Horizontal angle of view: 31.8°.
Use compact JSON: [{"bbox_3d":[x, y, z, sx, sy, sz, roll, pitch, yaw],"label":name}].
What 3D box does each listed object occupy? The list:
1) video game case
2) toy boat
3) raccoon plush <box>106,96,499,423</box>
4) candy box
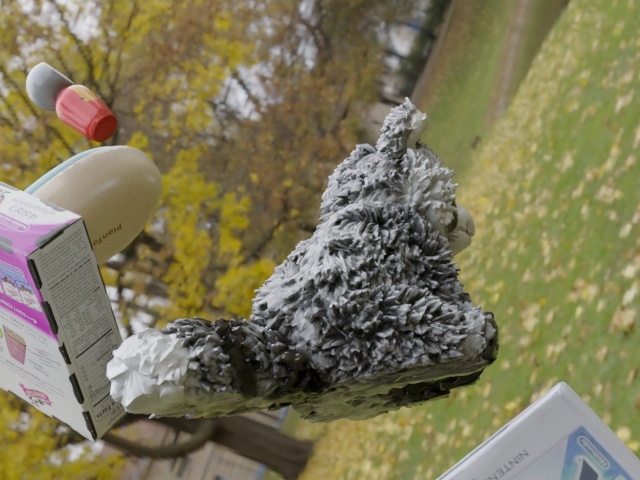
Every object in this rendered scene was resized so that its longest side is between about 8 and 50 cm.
[{"bbox_3d":[0.269,0.363,1.236,0.300,0.329,0.036,-45,-3,25],"label":"video game case"},{"bbox_3d":[-0.345,-0.097,1.586,0.267,0.148,0.318,-34,-32,-35],"label":"toy boat"},{"bbox_3d":[0.000,0.000,1.072,0.446,0.216,0.299,13,-122,-50],"label":"raccoon plush"},{"bbox_3d":[-0.271,0.064,1.075,0.071,0.159,0.233,-40,-43,-36],"label":"candy box"}]
